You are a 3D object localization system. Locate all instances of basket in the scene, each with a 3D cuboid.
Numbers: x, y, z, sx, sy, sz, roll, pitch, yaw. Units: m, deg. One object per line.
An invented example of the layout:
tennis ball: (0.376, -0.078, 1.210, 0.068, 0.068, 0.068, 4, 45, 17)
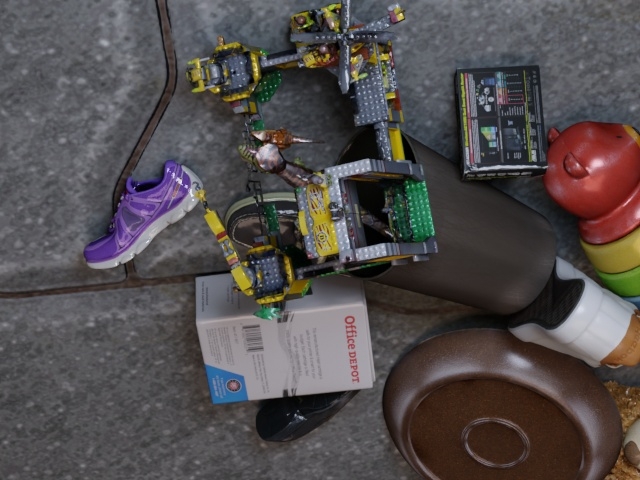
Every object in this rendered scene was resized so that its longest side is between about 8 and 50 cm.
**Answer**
basket: (0.143, -0.008, 1.933, 0.227, 0.204, 0.154, 22, 125, -32)

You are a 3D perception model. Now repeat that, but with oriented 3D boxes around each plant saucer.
plant saucer: (0.225, 0.244, 2.175, 0.311, 0.050, 0.310, 9, 129, 11)

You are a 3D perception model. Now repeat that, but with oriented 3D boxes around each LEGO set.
LEGO set: (-0.022, -0.084, 1.733, 0.255, 0.192, 0.331, -2, 89, 22)

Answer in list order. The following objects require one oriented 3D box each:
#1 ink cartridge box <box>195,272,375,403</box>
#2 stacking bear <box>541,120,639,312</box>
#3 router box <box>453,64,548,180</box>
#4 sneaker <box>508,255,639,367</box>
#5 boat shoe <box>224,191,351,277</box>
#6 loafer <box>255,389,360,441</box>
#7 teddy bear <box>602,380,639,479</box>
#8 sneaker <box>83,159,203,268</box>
ink cartridge box: (-0.042, 0.111, 2.077, 0.203, 0.086, 0.148, -6, 131, 1)
stacking bear: (0.366, -0.023, 1.951, 0.164, 0.175, 0.289, -39, 113, 18)
router box: (0.195, -0.127, 1.865, 0.092, 0.122, 0.038, -2, 165, -2)
sneaker: (0.297, 0.097, 1.958, 0.123, 0.290, 0.106, 32, 94, -8)
boat shoe: (0.000, 0.001, 1.992, 0.223, 0.073, 0.080, 9, 129, -12)
loafer: (-0.003, 0.204, 2.187, 0.170, 0.062, 0.061, -31, 148, 26)
teddy bear: (0.507, 0.227, 2.197, 0.338, 0.113, 0.245, -2, 129, -2)
sneaker: (-0.212, -0.033, 1.970, 0.170, 0.068, 0.071, -39, 108, 16)
